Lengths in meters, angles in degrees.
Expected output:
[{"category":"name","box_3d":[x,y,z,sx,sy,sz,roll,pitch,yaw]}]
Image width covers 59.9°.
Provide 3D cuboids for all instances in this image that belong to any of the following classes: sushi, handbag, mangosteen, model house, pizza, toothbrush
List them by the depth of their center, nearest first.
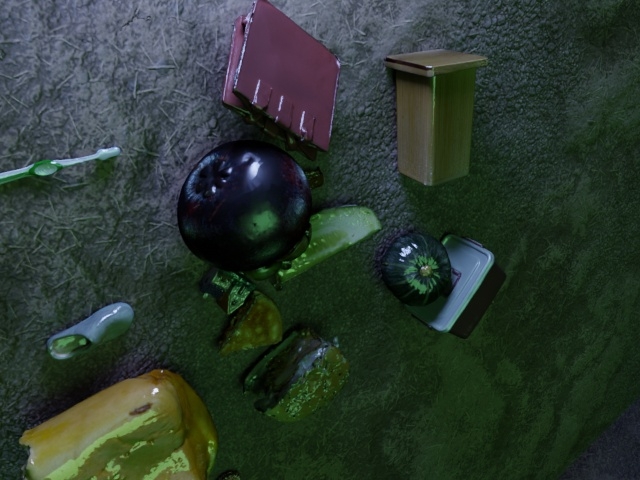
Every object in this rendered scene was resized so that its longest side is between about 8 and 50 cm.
[{"category":"toothbrush","box_3d":[-0.543,-0.138,1.078,0.304,0.030,0.030,-20,119,-23]},{"category":"handbag","box_3d":[-0.076,-0.335,1.163,0.260,0.084,0.275,27,57,-37]},{"category":"mangosteen","box_3d":[-0.147,-0.066,1.196,0.300,0.300,0.300,-12,116,-27]},{"category":"model house","box_3d":[-0.231,0.116,1.340,0.101,0.088,0.100,34,89,-33]},{"category":"sushi","box_3d":[-0.040,-0.145,1.368,0.120,0.052,0.055,-25,120,-21]},{"category":"pizza","box_3d":[-0.190,0.220,1.427,0.193,0.053,0.201,-27,133,-21]}]

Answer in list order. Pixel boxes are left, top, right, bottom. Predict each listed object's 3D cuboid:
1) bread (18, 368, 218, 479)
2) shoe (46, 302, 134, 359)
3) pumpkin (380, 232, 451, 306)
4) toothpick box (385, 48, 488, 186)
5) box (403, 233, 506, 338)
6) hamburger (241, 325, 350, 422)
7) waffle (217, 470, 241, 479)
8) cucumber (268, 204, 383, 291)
[{"category":"bread","box_3d":[-0.434,0.495,1.275,0.394,0.250,0.361,-29,108,-25]},{"category":"shoe","box_3d":[-0.502,0.211,1.222,0.195,0.078,0.079,-24,120,-17]},{"category":"pumpkin","box_3d":[0.273,0.083,1.595,0.212,0.152,0.211,1,85,-11]},{"category":"toothpick box","box_3d":[0.291,-0.316,1.427,0.190,0.187,0.308,-19,122,-25]},{"category":"box","box_3d":[0.419,0.149,1.692,0.167,0.193,0.294,31,92,-42]},{"category":"hamburger","box_3d":[-0.050,0.371,1.507,0.288,0.168,0.192,-45,124,-9]},{"category":"waffle","box_3d":[-0.263,0.701,1.601,0.083,0.029,0.075,3,111,-35]},{"category":"cucumber","box_3d":[-0.002,-0.002,1.426,0.325,0.105,0.145,-26,94,-20]}]
